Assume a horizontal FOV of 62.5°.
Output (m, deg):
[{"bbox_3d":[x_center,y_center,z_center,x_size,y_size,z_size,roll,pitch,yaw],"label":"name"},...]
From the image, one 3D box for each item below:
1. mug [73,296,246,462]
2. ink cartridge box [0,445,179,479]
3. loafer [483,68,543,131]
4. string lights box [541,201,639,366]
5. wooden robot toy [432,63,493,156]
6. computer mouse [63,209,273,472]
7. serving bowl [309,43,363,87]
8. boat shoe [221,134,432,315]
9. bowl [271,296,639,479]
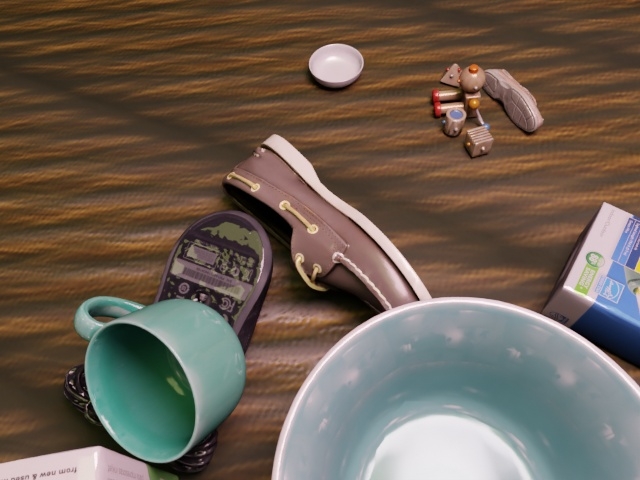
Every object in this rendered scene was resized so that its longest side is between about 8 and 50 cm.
[{"bbox_3d":[-0.139,0.108,0.489,0.129,0.097,0.158,-23,90,29],"label":"mug"},{"bbox_3d":[-0.184,0.321,0.390,0.116,0.201,0.279,-9,60,-2],"label":"ink cartridge box"},{"bbox_3d":[0.283,-0.208,0.759,0.039,0.045,0.125,-21,58,-16],"label":"loafer"},{"bbox_3d":[0.395,0.081,0.565,0.259,0.077,0.133,29,64,18],"label":"string lights box"},{"bbox_3d":[0.201,-0.207,0.741,0.076,0.079,0.174,-2,60,2],"label":"wooden robot toy"},{"bbox_3d":[-0.143,0.095,0.601,0.188,0.072,0.272,23,76,14],"label":"computer mouse"},{"bbox_3d":[0.025,-0.264,0.814,0.083,0.027,0.084,-2,61,3],"label":"serving bowl"},{"bbox_3d":[0.000,0.000,0.618,0.096,0.117,0.324,-37,61,-11],"label":"boat shoe"},{"bbox_3d":[0.120,0.224,0.451,0.311,0.163,0.312,-1,59,2],"label":"bowl"}]
